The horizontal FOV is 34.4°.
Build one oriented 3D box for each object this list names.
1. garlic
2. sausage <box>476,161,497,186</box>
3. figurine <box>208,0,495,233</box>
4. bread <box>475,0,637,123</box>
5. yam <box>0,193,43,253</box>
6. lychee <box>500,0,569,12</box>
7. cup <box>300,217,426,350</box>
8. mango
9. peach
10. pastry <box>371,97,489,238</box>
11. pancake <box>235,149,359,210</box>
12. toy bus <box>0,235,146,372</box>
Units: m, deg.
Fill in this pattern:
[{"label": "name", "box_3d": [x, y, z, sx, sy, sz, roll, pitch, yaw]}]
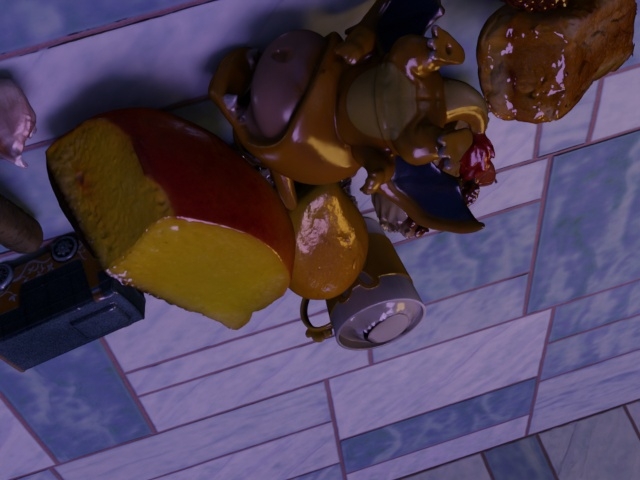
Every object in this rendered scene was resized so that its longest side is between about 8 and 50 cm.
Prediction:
[{"label": "garlic", "box_3d": [-0.481, -0.159, 1.488, 0.174, 0.099, 0.124, -27, 128, 13]}, {"label": "sausage", "box_3d": [0.267, -0.129, 1.965, 0.169, 0.065, 0.065, -5, 144, -24]}, {"label": "figurine", "box_3d": [0.059, -0.169, 1.536, 0.387, 0.401, 0.268, -3, -158, 38]}, {"label": "bread", "box_3d": [0.365, -0.306, 1.590, 0.344, 0.149, 0.195, -36, 133, -46]}, {"label": "yam", "box_3d": [-0.506, -0.047, 1.557, 0.083, 0.083, 0.371, -20, 164, -1]}, {"label": "lychee", "box_3d": [0.301, -0.438, 1.387, 0.236, 0.236, 0.271, -27, 133, 10]}, {"label": "cup", "box_3d": [0.063, 0.096, 2.036, 0.241, 0.226, 0.185, -25, 149, 10]}, {"label": "mango", "box_3d": [0.000, 0.000, 1.836, 0.177, 0.119, 0.317, -16, 143, -8]}, {"label": "peach", "box_3d": [-0.217, -0.062, 1.574, 0.380, 0.306, 0.242, 26, 119, -33]}, {"label": "pastry", "box_3d": [0.172, -0.148, 1.773, 0.256, 0.170, 0.236, -33, 143, -41]}, {"label": "pancake", "box_3d": [-0.094, -0.049, 1.879, 0.382, 0.071, 0.382, -16, 146, -12]}, {"label": "toy bus", "box_3d": [-0.455, 0.104, 1.819, 0.275, 0.167, 0.138, -24, 147, 5]}]
